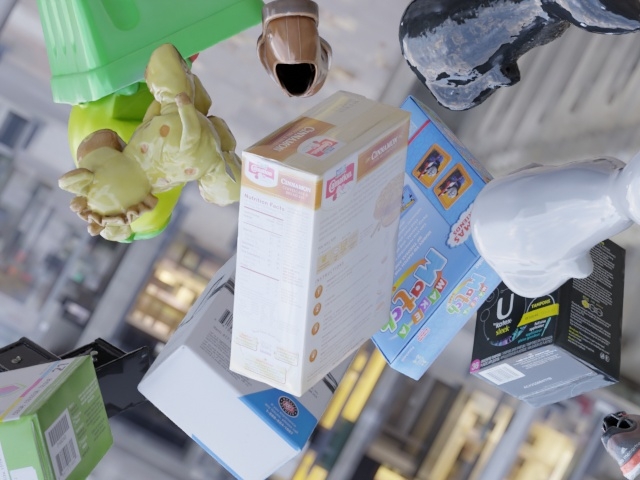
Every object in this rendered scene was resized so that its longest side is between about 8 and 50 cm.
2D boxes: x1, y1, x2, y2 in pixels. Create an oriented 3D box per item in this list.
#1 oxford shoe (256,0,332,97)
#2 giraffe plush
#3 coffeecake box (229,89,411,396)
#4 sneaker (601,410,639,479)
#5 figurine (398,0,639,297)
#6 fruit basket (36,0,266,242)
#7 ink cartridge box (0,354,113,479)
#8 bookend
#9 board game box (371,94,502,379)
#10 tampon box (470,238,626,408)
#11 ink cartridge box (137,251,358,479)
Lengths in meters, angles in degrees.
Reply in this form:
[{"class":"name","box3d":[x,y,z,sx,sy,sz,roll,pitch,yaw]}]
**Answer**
[{"class":"oxford shoe","box3d":[-0.027,-0.172,1.920,0.076,0.076,0.212,-5,168,4]},{"class":"giraffe plush","box3d":[-0.183,-0.079,2.014,0.181,0.170,0.210,59,-174,-26]},{"class":"coffeecake box","box3d":[0.000,0.000,1.445,0.068,0.185,0.142,19,-149,25]},{"class":"sneaker","box3d":[0.324,0.196,1.970,0.065,0.061,0.158,44,-167,9]},{"class":"figurine","box3d":[0.158,-0.081,1.181,0.209,0.092,0.215,-17,94,63]},{"class":"fruit basket","box3d":[-0.213,-0.201,2.426,0.392,0.283,0.392,58,166,23]},{"class":"ink cartridge box","box3d":[-0.344,0.197,1.780,0.255,0.097,0.189,-10,-169,11]},{"class":"bookend","box3d":[-0.308,0.156,2.262,0.157,0.072,0.156,-23,-145,-36]},{"class":"board game box","box3d":[0.077,-0.006,1.593,0.039,0.160,0.211,31,-165,-35]},{"class":"tampon box","box3d":[0.238,0.073,1.999,0.101,0.161,0.120,30,143,-32]},{"class":"ink cartridge box","box3d":[-0.060,0.109,1.815,0.148,0.086,0.203,43,-143,-7]}]
